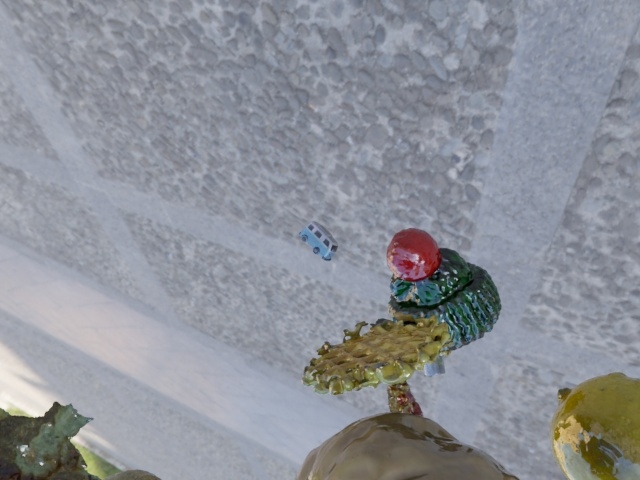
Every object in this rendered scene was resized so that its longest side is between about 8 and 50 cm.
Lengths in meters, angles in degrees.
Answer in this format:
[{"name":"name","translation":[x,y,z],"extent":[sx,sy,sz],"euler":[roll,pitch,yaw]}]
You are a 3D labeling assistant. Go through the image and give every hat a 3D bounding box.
[{"name":"hat","translation":[0.260,0.097,1.408],"extent":[0.274,0.242,0.332],"euler":[-24,119,21]}]

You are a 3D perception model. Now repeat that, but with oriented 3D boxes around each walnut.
[{"name":"walnut","translation":[0.131,0.438,0.864],"extent":[0.381,0.381,0.381],"euler":[23,149,15]}]

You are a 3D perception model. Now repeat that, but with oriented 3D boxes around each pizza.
[{"name":"pizza","translation":[0.205,0.390,1.415],"extent":[0.062,0.199,0.188],"euler":[-24,162,15]}]

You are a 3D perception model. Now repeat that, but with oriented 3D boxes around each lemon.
[{"name":"lemon","translation":[0.578,0.389,1.090],"extent":[0.283,0.261,0.261],"euler":[14,146,24]}]

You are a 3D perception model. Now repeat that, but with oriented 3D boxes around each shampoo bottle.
[{"name":"shampoo bottle","translation":[0.340,0.309,1.808],"extent":[0.071,0.214,0.072],"euler":[-8,174,-1]}]

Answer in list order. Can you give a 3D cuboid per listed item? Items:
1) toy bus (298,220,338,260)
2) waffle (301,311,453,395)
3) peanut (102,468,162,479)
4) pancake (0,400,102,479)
[{"name":"toy bus","translation":[0.000,0.000,1.811],"extent":[0.123,0.075,0.060],"euler":[45,-166,21]},{"name":"waffle","translation":[0.101,0.198,1.051],"extent":[0.262,0.280,0.060],"euler":[-10,101,22]},{"name":"peanut","translation":[-0.451,0.568,1.185],"extent":[0.120,0.298,0.136],"euler":[57,-179,35]},{"name":"pancake","translation":[-0.426,0.461,0.872],"extent":[0.066,0.304,0.427],"euler":[-32,84,42]}]
